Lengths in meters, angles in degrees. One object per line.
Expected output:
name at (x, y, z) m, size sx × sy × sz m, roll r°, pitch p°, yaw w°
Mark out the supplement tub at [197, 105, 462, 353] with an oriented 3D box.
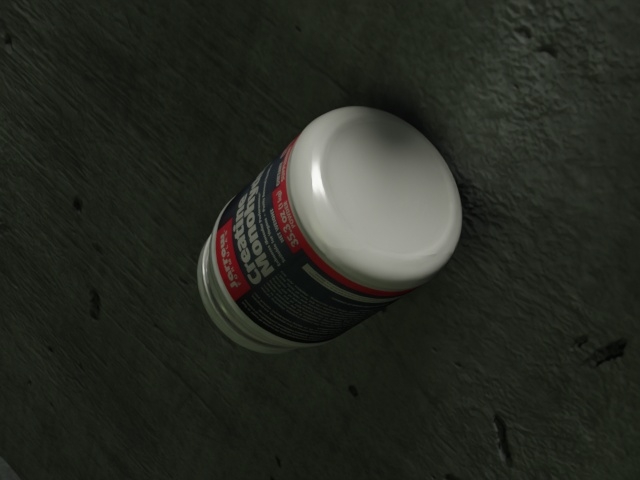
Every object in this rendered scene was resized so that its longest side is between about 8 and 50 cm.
supplement tub at (0.000, 0.000, 1.073) m, size 0.191 × 0.191 × 0.272 m, roll 55°, pitch 142°, yaw 3°
